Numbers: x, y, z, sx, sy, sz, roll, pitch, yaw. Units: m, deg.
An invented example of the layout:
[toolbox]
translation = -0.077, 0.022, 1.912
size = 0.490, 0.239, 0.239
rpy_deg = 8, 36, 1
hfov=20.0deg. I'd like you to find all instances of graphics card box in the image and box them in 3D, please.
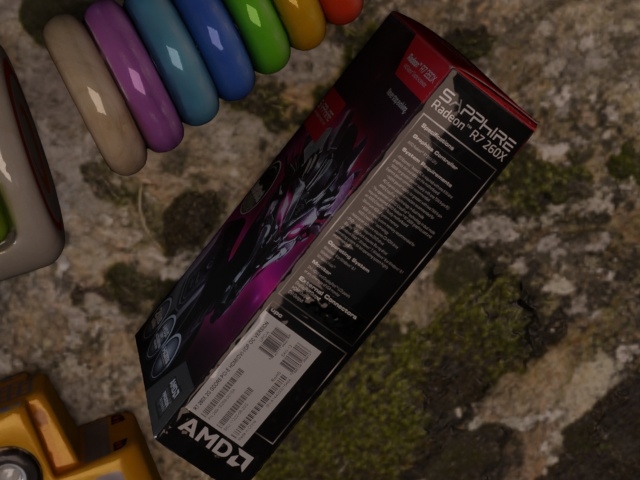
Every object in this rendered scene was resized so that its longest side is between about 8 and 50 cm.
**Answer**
[graphics card box]
translation = 0.000, 0.000, 1.455
size = 0.094, 0.233, 0.371
rpy_deg = 35, 99, -18

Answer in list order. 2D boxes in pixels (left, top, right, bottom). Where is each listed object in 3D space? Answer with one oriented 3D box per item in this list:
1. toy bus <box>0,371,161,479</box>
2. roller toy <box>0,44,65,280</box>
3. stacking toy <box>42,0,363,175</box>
[toy bus]
translation = -0.186, 0.269, 1.570
size = 0.130, 0.108, 0.333
rpy_deg = -21, 107, -1
[roller toy]
translation = -0.295, -0.054, 1.429
size = 0.146, 0.209, 0.191
rpy_deg = -17, 71, -2
[stacking toy]
translation = -0.049, -0.182, 1.460
size = 0.330, 0.141, 0.141
rpy_deg = -27, 107, -5
